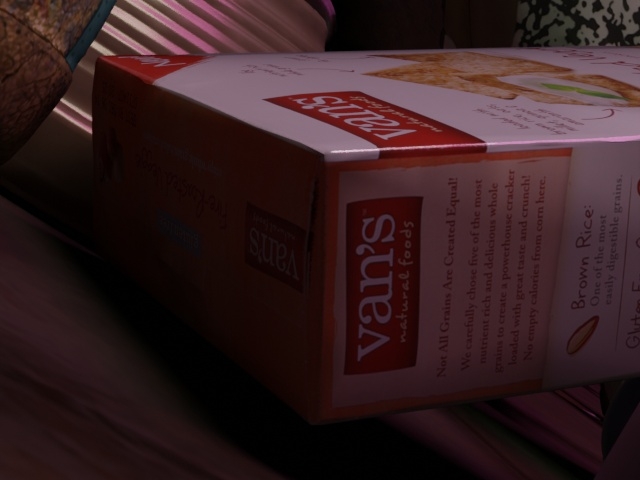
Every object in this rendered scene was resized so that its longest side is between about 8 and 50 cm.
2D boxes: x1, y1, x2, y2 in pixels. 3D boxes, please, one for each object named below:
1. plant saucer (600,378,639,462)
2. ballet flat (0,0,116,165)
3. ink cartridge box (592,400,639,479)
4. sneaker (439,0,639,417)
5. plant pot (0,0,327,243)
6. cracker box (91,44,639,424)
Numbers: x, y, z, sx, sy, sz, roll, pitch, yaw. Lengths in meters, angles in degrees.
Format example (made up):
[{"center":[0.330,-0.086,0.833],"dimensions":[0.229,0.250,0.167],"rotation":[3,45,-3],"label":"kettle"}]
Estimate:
[{"center":[0.219,0.086,0.611],"dimensions":[0.195,0.037,0.195],"rotation":[13,-43,12],"label":"plant saucer"},{"center":[-0.197,-0.147,0.360],"dimensions":[0.349,0.123,0.123],"rotation":[33,3,0],"label":"ballet flat"},{"center":[0.242,0.137,0.469],"dimensions":[0.273,0.114,0.197],"rotation":[33,3,-10],"label":"ink cartridge box"},{"center":[0.202,0.000,0.696],"dimensions":[0.410,0.158,0.182],"rotation":[61,-12,-23],"label":"sneaker"},{"center":[-0.076,-0.070,0.556],"dimensions":[0.237,0.109,0.237],"rotation":[32,2,-1],"label":"plant pot"},{"center":[0.067,-0.016,0.419],"dimensions":[0.232,0.067,0.156],"rotation":[-6,17,-26],"label":"cracker box"}]
